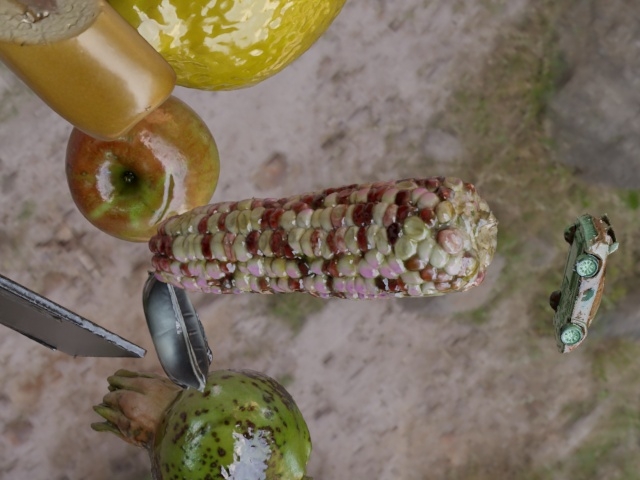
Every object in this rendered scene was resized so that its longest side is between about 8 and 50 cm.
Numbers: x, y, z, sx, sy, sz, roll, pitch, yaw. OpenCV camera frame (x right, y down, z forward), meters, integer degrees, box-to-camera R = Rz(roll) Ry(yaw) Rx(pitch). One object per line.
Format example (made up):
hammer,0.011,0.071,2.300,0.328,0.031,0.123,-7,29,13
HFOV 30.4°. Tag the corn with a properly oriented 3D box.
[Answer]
corn,0.000,0.000,0.903,0.092,0.281,0.092,6,83,-63

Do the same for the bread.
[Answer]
bread,-0.112,-0.087,0.506,0.103,0.062,0.049,43,79,-20

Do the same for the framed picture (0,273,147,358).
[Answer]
framed picture,-0.330,0.060,1.194,0.014,0.255,0.339,-65,-161,-15

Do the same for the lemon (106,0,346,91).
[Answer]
lemon,-0.080,-0.216,0.805,0.253,0.228,0.228,-71,-173,-57

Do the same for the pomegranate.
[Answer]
pomegranate,-0.140,0.246,1.490,0.204,0.276,0.222,-6,123,-44

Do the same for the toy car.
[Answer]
toy car,0.214,0.038,0.972,0.035,0.059,0.122,2,121,-2

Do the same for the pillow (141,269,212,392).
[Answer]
pillow,-0.151,0.092,1.218,0.055,0.135,0.091,-20,-178,6

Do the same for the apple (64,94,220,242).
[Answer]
apple,-0.219,-0.096,1.477,0.196,0.196,0.196,-31,150,-21
